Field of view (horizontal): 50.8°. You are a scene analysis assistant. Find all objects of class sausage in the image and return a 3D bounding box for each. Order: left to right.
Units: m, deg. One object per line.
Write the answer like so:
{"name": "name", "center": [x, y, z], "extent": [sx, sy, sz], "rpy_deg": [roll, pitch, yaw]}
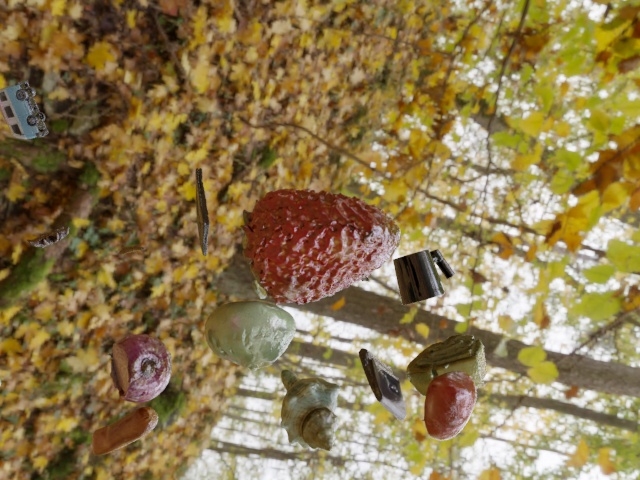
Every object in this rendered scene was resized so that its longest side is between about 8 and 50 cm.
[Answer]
{"name": "sausage", "center": [-0.646, 0.628, 2.213], "extent": [0.300, 0.083, 0.089], "rpy_deg": [-30, -112, 27]}

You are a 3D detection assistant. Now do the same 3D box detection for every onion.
{"name": "onion", "center": [-0.558, 0.399, 2.129], "extent": [0.200, 0.201, 0.207], "rpy_deg": [115, -40, -52]}

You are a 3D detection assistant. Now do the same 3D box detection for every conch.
{"name": "conch", "center": [-0.036, 0.478, 1.994], "extent": [0.386, 0.203, 0.169], "rpy_deg": [-121, -165, -45]}

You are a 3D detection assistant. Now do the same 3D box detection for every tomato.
{"name": "tomato", "center": [0.345, 0.428, 1.724], "extent": [0.082, 0.166, 0.174], "rpy_deg": [9, -83, 48]}

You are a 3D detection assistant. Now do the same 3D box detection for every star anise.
{"name": "star anise", "center": [-0.905, -0.006, 2.245], "extent": [0.141, 0.141, 0.042], "rpy_deg": [-124, -165, -77]}

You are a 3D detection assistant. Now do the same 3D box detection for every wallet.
{"name": "wallet", "center": [-0.326, -0.080, 1.843], "extent": [0.244, 0.025, 0.124], "rpy_deg": [-108, -160, -45]}
{"name": "wallet", "center": [0.188, 0.424, 1.998], "extent": [0.229, 0.049, 0.182], "rpy_deg": [46, 22, -53]}

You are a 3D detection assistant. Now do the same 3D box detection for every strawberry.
{"name": "strawberry", "center": [0.000, 0.001, 1.527], "extent": [0.292, 0.343, 0.292], "rpy_deg": [-13, 90, -73]}

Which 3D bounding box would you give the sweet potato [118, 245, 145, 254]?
{"name": "sweet potato", "center": [-0.659, 0.030, 2.341], "extent": [0.026, 0.115, 0.026], "rpy_deg": [35, 49, -55]}

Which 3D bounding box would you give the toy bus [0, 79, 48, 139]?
{"name": "toy bus", "center": [-0.656, -0.281, 1.479], "extent": [0.060, 0.075, 0.123], "rpy_deg": [-98, 173, -71]}

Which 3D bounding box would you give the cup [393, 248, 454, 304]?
{"name": "cup", "center": [0.381, 0.131, 2.540], "extent": [0.166, 0.239, 0.177], "rpy_deg": [-20, -96, 36]}

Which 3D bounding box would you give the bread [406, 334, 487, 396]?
{"name": "bread", "center": [0.400, 0.400, 2.115], "extent": [0.186, 0.257, 0.124], "rpy_deg": [-122, -168, -75]}

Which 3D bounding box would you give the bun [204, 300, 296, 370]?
{"name": "bun", "center": [-0.220, 0.306, 2.070], "extent": [0.283, 0.283, 0.179], "rpy_deg": [116, -22, -55]}

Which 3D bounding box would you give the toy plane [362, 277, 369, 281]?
{"name": "toy plane", "center": [0.083, 0.070, 2.342], "extent": [0.088, 0.192, 0.262], "rpy_deg": [-43, -165, -24]}

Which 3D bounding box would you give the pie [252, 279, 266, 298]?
{"name": "pie", "center": [-0.225, 0.179, 2.466], "extent": [0.020, 0.084, 0.084], "rpy_deg": [-31, -158, 8]}
